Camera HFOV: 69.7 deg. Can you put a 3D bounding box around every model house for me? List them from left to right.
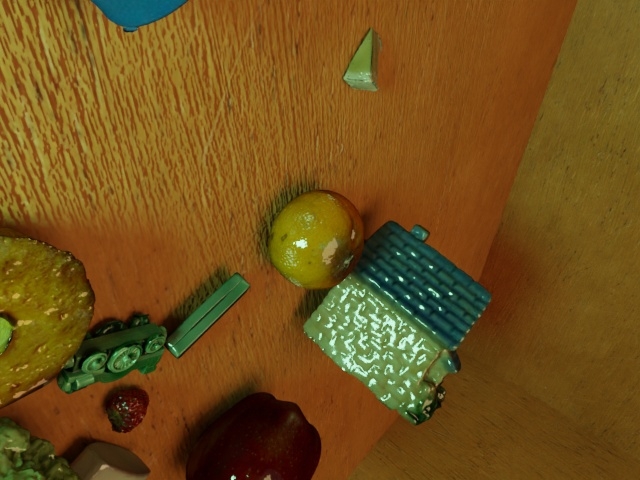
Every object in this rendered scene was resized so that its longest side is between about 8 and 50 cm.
[{"bbox_3d":[0.262,0.187,1.272,0.400,0.395,0.445,-57,160,9],"label":"model house"}]

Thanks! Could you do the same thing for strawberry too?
[{"bbox_3d":[-0.338,0.296,0.822,0.083,0.073,0.073,-33,143,-60],"label":"strawberry"}]

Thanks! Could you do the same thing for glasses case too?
[{"bbox_3d":[-0.212,0.140,0.865,0.184,0.039,0.078,-46,179,-24],"label":"glasses case"}]

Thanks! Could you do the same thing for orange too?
[{"bbox_3d":[0.000,0.000,0.964,0.224,0.170,0.224,-37,145,-32],"label":"orange"}]

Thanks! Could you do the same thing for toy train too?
[{"bbox_3d":[-0.330,0.182,0.731,0.178,0.071,0.104,-8,133,-55],"label":"toy train"}]

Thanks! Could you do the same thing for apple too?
[{"bbox_3d":[-0.156,0.535,1.104,0.317,0.288,0.288,-46,148,-38],"label":"apple"}]

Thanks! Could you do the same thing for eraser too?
[{"bbox_3d":[-0.446,0.495,0.801,0.270,0.095,0.174,-48,154,-17],"label":"eraser"}]

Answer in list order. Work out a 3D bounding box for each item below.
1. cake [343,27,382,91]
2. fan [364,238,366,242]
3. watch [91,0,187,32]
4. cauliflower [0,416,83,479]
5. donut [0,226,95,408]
[{"bbox_3d":[0.089,-0.364,0.921,0.052,0.065,0.121,22,74,-60],"label":"cake"},{"bbox_3d":[0.067,0.053,1.241,0.155,0.039,0.082,-55,151,-8],"label":"fan"},{"bbox_3d":[-0.189,-0.287,0.401,0.171,0.200,0.196,16,99,-63],"label":"watch"},{"bbox_3d":[-0.432,0.398,0.572,0.281,0.260,0.327,-22,99,-51],"label":"cauliflower"},{"bbox_3d":[-0.367,0.093,0.561,0.152,0.101,0.259,-5,119,-56],"label":"donut"}]
